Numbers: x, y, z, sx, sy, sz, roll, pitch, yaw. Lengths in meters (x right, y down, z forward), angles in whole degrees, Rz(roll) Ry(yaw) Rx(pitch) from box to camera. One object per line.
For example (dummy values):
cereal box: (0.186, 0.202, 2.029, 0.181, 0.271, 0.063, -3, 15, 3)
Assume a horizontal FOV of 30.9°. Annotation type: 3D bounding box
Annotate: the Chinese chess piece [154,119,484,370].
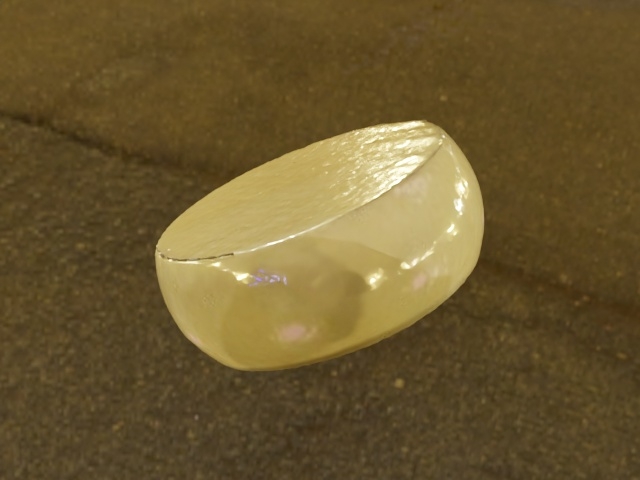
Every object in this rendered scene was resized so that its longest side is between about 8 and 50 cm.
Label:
Chinese chess piece: (0.000, 0.000, 0.873, 0.251, 0.097, 0.251, -20, 19, 7)
